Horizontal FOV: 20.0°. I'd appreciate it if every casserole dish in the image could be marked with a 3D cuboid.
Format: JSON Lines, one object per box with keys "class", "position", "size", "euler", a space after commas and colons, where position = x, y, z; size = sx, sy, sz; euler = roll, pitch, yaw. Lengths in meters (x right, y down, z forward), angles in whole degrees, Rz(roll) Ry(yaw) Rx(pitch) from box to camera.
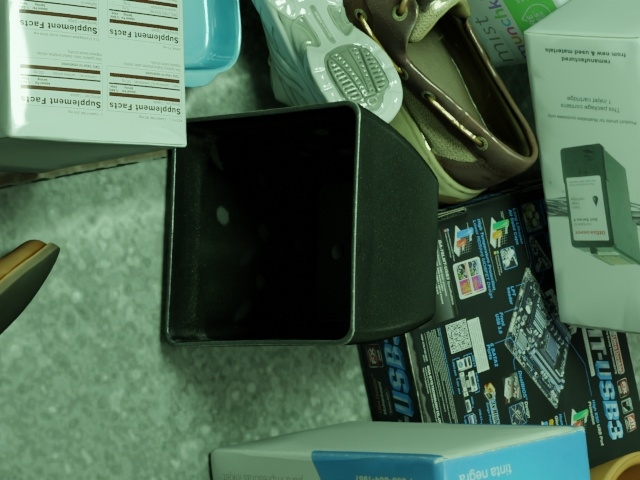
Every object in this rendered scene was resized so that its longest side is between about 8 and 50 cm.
{"class": "casserole dish", "position": [-0.122, -0.217, 1.482], "size": [0.114, 0.037, 0.188], "euler": [-5, 90, -42]}

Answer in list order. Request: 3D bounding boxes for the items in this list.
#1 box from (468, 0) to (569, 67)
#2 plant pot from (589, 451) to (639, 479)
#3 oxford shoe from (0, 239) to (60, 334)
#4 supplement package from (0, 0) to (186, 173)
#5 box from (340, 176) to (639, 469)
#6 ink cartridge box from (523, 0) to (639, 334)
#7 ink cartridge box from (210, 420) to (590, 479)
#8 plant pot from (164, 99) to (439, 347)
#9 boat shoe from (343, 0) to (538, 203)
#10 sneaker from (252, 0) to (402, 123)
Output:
{"class": "box", "position": [0.194, -0.339, 1.719], "size": [0.231, 0.127, 0.262], "euler": [-52, 120, -34]}
{"class": "plant pot", "position": [0.233, 0.349, 1.576], "size": [0.291, 0.203, 0.291], "euler": [32, 47, -41]}
{"class": "oxford shoe", "position": [-0.269, 0.044, 1.309], "size": [0.076, 0.076, 0.212], "euler": [38, 40, 13]}
{"class": "supplement package", "position": [-0.210, -0.159, 1.291], "size": [0.149, 0.194, 0.203], "euler": [2, 86, -41]}
{"class": "box", "position": [0.169, 0.104, 1.688], "size": [0.293, 0.073, 0.295], "euler": [-17, 97, -42]}
{"class": "ink cartridge box", "position": [0.299, -0.086, 1.652], "size": [0.211, 0.121, 0.289], "euler": [-38, 125, -45]}
{"class": "ink cartridge box", "position": [0.076, 0.350, 1.438], "size": [0.166, 0.285, 0.395], "euler": [-7, 90, -40]}
{"class": "plant pot", "position": [0.000, 0.000, 1.484], "size": [0.167, 0.187, 0.188], "euler": [13, 77, -52]}
{"class": "boat shoe", "position": [0.082, -0.198, 1.586], "size": [0.123, 0.123, 0.342], "euler": [-32, 96, -39]}
{"class": "sneaker", "position": [-0.022, -0.174, 1.535], "size": [0.090, 0.115, 0.232], "euler": [-15, 73, -27]}
